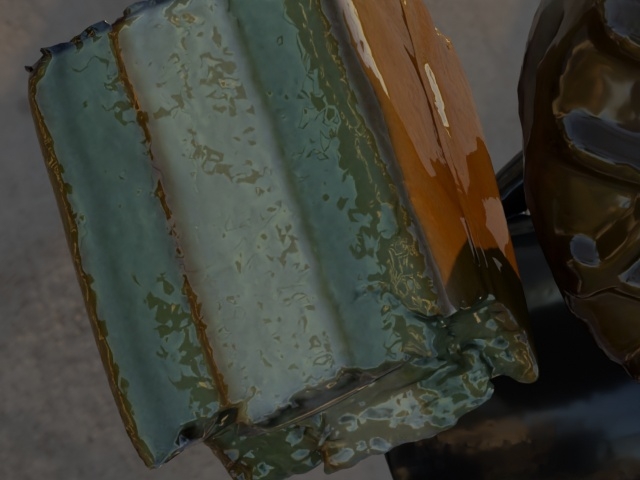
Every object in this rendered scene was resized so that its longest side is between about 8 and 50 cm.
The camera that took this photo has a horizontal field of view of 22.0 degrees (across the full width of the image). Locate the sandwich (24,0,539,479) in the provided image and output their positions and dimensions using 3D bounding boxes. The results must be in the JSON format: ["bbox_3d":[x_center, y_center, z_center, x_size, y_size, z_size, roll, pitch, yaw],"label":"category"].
[{"bbox_3d":[0.001,0.000,0.733,0.227,0.155,0.198,8,62,-71],"label":"sandwich"}]

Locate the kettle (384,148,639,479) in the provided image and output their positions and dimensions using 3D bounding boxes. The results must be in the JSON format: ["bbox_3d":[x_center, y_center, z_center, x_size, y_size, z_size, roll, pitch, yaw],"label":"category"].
[{"bbox_3d":[0.192,0.045,0.916,0.207,0.290,0.268,-6,80,-57],"label":"kettle"}]

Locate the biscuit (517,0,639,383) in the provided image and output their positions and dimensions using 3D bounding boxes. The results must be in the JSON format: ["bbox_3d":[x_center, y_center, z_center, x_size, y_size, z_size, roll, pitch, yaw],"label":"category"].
[{"bbox_3d":[0.239,-0.059,0.687,0.332,0.332,0.103,22,27,-22],"label":"biscuit"}]
